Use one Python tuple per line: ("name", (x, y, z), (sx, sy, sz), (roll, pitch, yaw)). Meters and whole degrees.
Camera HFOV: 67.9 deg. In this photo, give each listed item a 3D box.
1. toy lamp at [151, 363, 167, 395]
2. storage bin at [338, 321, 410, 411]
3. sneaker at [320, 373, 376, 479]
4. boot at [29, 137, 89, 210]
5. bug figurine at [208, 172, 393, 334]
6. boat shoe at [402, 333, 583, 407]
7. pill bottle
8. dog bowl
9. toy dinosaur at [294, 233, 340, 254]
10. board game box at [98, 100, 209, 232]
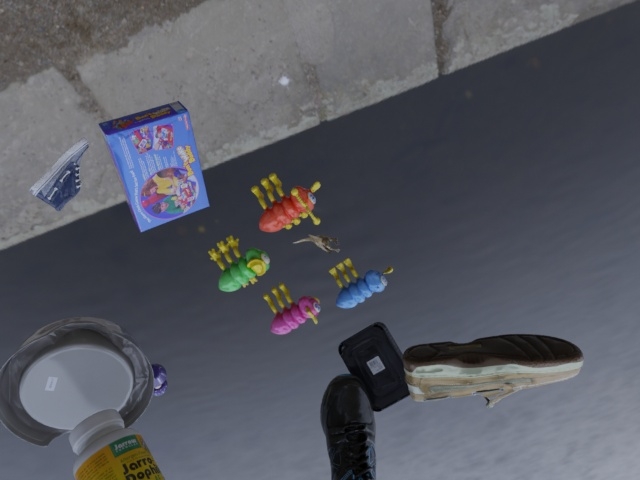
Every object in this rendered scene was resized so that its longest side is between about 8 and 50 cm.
("toy lamp", (-0.561, 0.472, 1.618), (0.080, 0.080, 0.274), (-3, 157, -17))
("storage bin", (0.138, 0.298, 1.137), (0.122, 0.180, 0.084), (-32, 169, 7))
("sneaker", (0.076, 0.458, 1.003), (0.125, 0.340, 0.139), (-1, 169, -14))
("boot", (-0.638, -0.168, 1.215), (0.086, 0.069, 0.190), (43, 74, -24))
("bug figurine", (-0.030, 0.045, 0.723), (0.216, 0.072, 0.279), (-37, 120, 12))
("boat shoe", (0.192, 0.151, 0.536), (0.190, 0.068, 0.072), (-6, 101, 16))
("pill bottle", (-0.339, 0.397, 0.802), (0.118, 0.208, 0.117), (-33, 152, -20))
("dog bowl", (-0.602, 0.347, 1.189), (0.349, 0.102, 0.348), (-8, 114, -20))
("toy dinosaur", (0.000, 0.000, 1.356), (0.093, 0.053, 0.183), (23, 171, -28))
("board game box", (-0.484, -0.215, 1.429), (0.233, 0.078, 0.347), (-25, 138, -24))
